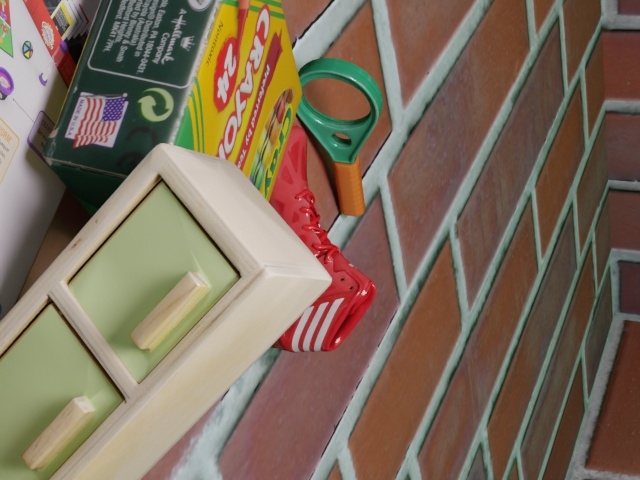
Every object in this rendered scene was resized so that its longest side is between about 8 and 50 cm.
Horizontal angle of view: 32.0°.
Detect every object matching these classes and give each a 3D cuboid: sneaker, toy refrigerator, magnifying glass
[{"bbox_3d":[0.000,0.000,1.065,0.087,0.128,0.221,-6,100,-65],"label":"sneaker"},{"bbox_3d":[-0.130,0.078,0.646,0.269,0.102,0.094,-45,160,14],"label":"toy refrigerator"},{"bbox_3d":[0.023,-0.102,1.165,0.231,0.092,0.026,78,25,-55],"label":"magnifying glass"}]

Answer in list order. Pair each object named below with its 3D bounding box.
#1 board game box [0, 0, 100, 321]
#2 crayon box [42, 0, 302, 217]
[{"bbox_3d":[-0.213,-0.130,0.646,0.242,0.064,0.317,59,43,-53],"label":"board game box"},{"bbox_3d":[-0.086,-0.079,0.822,0.318,0.081,0.202,74,30,-71],"label":"crayon box"}]
